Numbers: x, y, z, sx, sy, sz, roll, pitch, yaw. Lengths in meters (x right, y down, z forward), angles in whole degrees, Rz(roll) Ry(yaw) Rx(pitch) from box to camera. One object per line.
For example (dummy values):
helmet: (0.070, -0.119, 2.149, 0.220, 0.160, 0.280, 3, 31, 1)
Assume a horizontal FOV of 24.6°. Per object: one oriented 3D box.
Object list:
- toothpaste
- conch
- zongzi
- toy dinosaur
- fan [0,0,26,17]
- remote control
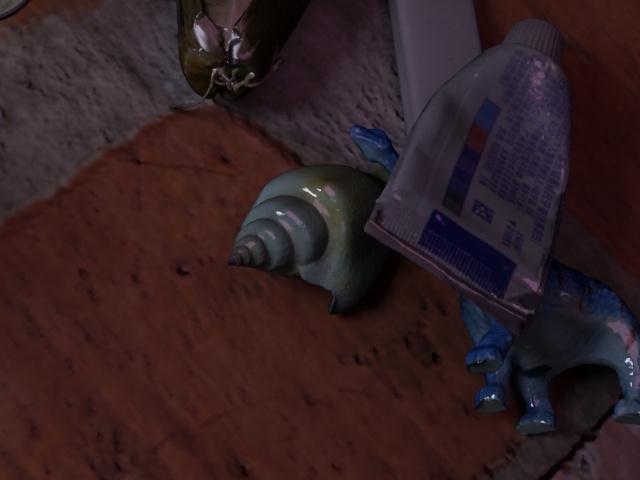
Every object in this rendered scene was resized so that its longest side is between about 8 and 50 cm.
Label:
toothpaste: (0.111, -0.056, 0.917, 0.099, 0.068, 0.282, 11, 39, 13)
conch: (0.003, -0.006, 0.893, 0.180, 0.065, 0.088, -25, 73, -49)
zongzi: (-0.090, -0.185, 0.949, 0.184, 0.084, 0.187, 24, 59, 5)
toy dinosaur: (0.138, 0.058, 0.917, 0.329, 0.076, 0.144, 30, 49, -18)
fan: (-0.217, -0.165, 0.915, 0.080, 0.003, 0.060, 16, 57, -17)
remote control: (0.083, -0.111, 1.016, 0.067, 0.029, 0.261, 7, 59, -21)
